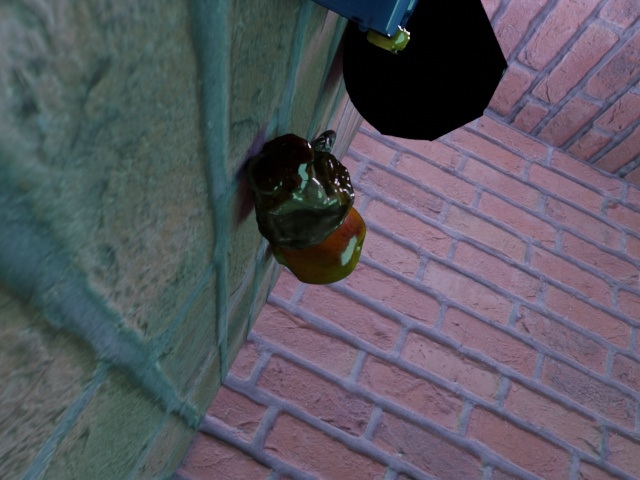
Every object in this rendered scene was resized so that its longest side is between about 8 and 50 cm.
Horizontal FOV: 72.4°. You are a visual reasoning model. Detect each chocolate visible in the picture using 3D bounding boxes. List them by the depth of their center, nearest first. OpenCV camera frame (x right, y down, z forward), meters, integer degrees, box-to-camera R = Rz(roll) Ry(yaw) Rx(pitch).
[{"bbox_3d":[0.251,-0.476,1.133,0.331,0.383,0.384,-64,180,-56],"label":"chocolate"}]

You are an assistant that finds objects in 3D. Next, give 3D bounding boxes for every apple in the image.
[{"bbox_3d":[0.000,0.000,1.595,0.340,0.339,0.339,-64,179,-3],"label":"apple"}]

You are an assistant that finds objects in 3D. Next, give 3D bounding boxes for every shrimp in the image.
[{"bbox_3d":[-0.009,-0.260,1.317,0.073,0.075,0.190,0,-134,55],"label":"shrimp"}]

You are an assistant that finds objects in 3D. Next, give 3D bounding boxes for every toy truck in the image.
[{"bbox_3d":[0.082,-0.375,0.618,0.385,0.162,0.161,-64,179,-64],"label":"toy truck"}]

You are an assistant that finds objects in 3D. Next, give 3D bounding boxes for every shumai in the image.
[{"bbox_3d":[-0.073,-0.117,0.844,0.271,0.203,0.222,7,-116,54],"label":"shumai"}]
